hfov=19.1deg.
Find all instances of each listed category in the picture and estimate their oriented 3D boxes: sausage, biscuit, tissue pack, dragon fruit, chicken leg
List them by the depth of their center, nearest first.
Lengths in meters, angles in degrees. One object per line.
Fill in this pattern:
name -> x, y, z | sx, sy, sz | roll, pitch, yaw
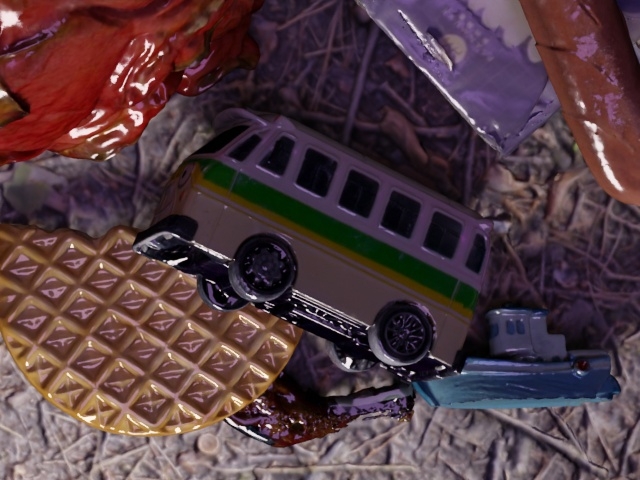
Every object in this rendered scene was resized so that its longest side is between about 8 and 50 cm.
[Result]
sausage -> 0.208, -0.215, 1.609 | 0.088, 0.088, 0.433 | -21, 111, 3
dragon fruit -> -0.195, -0.140, 1.641 | 0.329, 0.286, 0.228 | 5, 97, -17
tissue pack -> 0.207, -0.276, 1.699 | 0.343, 0.125, 0.242 | -41, 109, 8
biscuit -> -0.162, 0.084, 1.812 | 0.309, 0.040, 0.204 | 4, 86, -6
chicken leg -> -0.029, 0.154, 1.886 | 0.253, 0.051, 0.106 | 14, 104, -13

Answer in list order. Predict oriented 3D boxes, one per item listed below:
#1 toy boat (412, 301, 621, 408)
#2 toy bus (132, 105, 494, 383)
toy boat -> 0.187, 0.114, 1.881 | 0.215, 0.088, 0.102 | -2, 77, -4
toy bus -> 0.000, 0.000, 1.756 | 0.305, 0.143, 0.179 | 25, 76, -13
